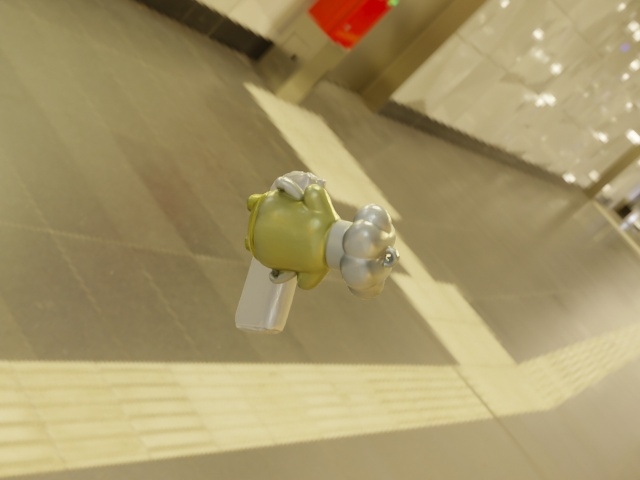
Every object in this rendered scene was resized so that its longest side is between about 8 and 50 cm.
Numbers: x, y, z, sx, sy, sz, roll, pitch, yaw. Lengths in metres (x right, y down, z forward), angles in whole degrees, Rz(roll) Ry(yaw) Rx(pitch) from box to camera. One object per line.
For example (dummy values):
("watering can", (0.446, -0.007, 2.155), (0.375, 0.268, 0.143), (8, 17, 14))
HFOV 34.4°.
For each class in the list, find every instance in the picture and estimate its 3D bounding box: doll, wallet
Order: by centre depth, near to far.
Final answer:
("doll", (0.000, 0.000, 0.964), (0.162, 0.106, 0.062), (15, 21, 29))
("wallet", (-0.045, 0.012, 1.139), (0.033, 0.190, 0.095), (20, -13, -29))
